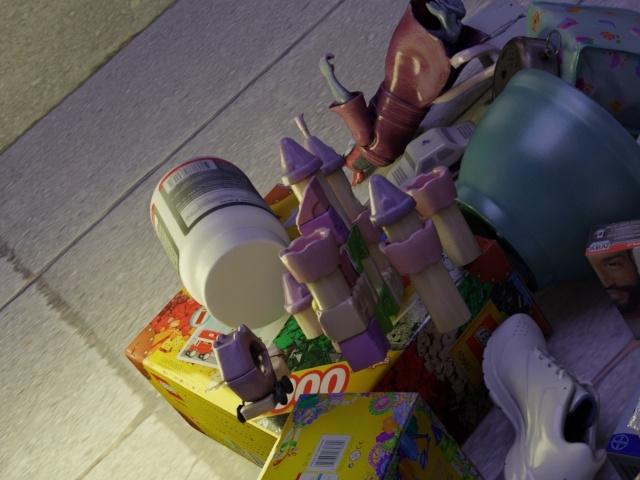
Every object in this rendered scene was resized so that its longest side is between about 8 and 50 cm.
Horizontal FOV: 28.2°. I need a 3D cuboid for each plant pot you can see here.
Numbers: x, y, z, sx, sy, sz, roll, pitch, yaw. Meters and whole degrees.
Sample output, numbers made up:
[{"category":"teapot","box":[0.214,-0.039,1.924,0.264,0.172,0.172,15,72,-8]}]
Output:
[{"category":"plant pot","box":[0.295,-0.056,1.706,0.196,0.293,0.293,-42,33,-8]}]

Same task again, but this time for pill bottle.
[{"category":"pill bottle","box":[-0.133,0.003,1.796,0.161,0.161,0.283,-37,32,0]}]

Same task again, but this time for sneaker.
[{"category":"sneaker","box":[0.281,0.196,1.541,0.129,0.111,0.297,-51,31,32]}]

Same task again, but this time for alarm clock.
[{"category":"alarm clock","box":[0.301,-0.242,1.853,0.192,0.064,0.129,126,146,-56]}]

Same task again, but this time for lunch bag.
[{"category":"lunch bag","box":[0.451,-0.253,1.914,0.262,0.160,0.223,4,28,-16]}]

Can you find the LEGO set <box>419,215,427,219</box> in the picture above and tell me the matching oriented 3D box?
[{"category":"LEGO set","box":[0.237,-0.018,1.929,0.287,0.107,0.132,-25,-1,25]}]

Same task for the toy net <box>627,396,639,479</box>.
[{"category":"toy net","box":[0.373,0.262,1.359,0.122,0.045,0.232,-10,75,45]}]

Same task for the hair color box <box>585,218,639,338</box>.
[{"category":"hair color box","box":[0.406,0.048,1.583,0.093,0.167,0.053,-11,40,35]}]

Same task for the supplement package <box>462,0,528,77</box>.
[{"category":"supplement package","box":[0.331,-0.331,2.194,0.105,0.105,0.179,-34,33,4]}]

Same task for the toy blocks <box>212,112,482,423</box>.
[{"category":"toy blocks","box":[0.000,0.000,1.511,0.309,0.260,0.288,-26,12,17]}]

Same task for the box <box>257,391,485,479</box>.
[{"category":"box","box":[0.056,0.366,1.408,0.177,0.279,0.290,-6,42,40]}]

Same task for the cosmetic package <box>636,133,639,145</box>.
[{"category":"cosmetic package","box":[0.557,-0.146,1.683,0.224,0.138,0.225,-13,36,53]}]

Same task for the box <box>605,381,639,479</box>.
[{"category":"box","box":[0.415,0.215,1.453,0.126,0.072,0.137,4,50,45]}]

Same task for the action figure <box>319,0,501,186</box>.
[{"category":"action figure","box":[0.152,-0.234,2.175,0.276,0.248,0.370,45,116,33]}]

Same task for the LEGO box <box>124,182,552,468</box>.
[{"category":"LEGO box","box":[0.011,0.145,1.812,0.372,0.193,0.500,-49,34,-18]}]

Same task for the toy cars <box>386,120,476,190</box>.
[{"category":"toy cars","box":[0.267,-0.153,2.047,0.393,0.087,0.176,-7,42,38]}]
